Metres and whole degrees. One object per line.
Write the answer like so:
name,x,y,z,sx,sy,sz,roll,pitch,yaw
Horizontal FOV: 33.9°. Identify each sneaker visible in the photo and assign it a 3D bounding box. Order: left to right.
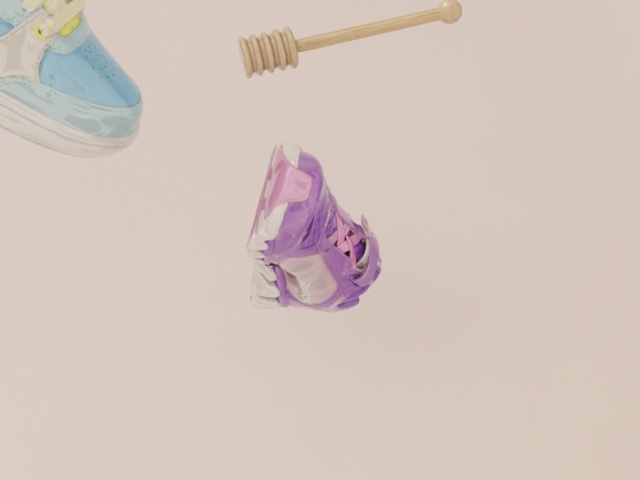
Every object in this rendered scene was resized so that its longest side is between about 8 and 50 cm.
sneaker,-0.217,-0.214,0.759,0.319,0.127,0.208,41,-59,-20
sneaker,0.000,0.000,0.833,0.105,0.236,0.095,15,-110,4

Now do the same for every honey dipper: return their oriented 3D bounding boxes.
honey dipper,0.023,-0.146,0.734,0.161,0.030,0.030,-15,-80,-7
